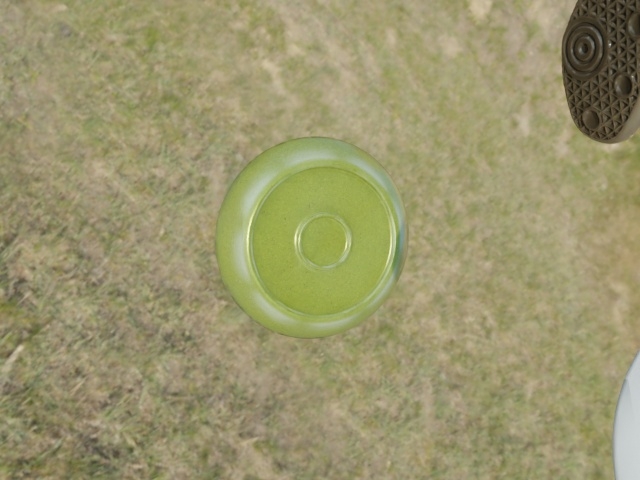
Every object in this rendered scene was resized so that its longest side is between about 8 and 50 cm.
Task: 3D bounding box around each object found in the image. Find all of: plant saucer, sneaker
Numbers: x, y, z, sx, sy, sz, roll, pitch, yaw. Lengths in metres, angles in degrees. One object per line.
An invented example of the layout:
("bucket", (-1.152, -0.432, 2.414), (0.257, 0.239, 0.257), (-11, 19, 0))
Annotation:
("plant saucer", (0.000, 0.000, 0.860), (0.241, 0.241, 0.037), (42, -7, -18))
("sneaker", (0.187, -0.149, 0.415), (0.071, 0.188, 0.066), (-13, 25, -26))

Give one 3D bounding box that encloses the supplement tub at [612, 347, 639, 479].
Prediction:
("supplement tub", (0.260, 0.134, 0.351), (0.272, 0.191, 0.191), (39, 33, -45))
